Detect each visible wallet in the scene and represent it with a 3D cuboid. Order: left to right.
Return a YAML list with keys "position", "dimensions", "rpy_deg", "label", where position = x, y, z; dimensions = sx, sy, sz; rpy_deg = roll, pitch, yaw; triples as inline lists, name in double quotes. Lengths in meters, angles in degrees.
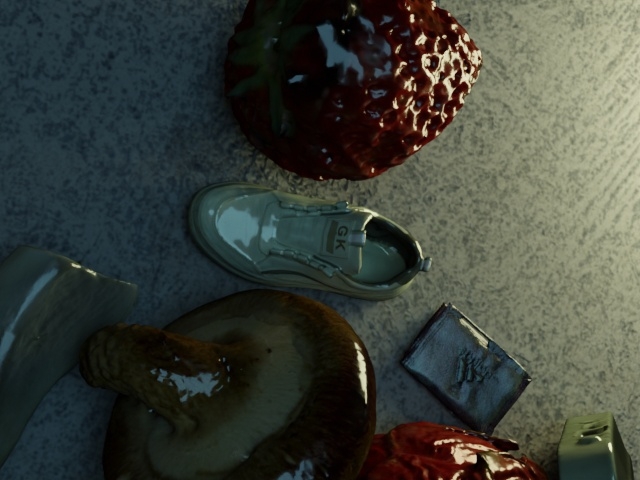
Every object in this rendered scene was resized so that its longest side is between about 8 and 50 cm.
- position: [0.194, 0.175, 1.680]
  dimensions: [0.166, 0.030, 0.111]
  rpy_deg: [43, 77, -9]
  label: "wallet"

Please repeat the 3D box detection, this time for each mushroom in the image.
- position: [-0.351, 0.156, 1.434]
  dimensions: [0.159, 0.122, 0.328]
  rpy_deg: [29, 76, -6]
  label: "mushroom"
- position: [-0.092, 0.206, 1.433]
  dimensions: [0.345, 0.239, 0.345]
  rpy_deg: [-4, 73, 14]
  label: "mushroom"

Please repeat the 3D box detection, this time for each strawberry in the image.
- position: [0.044, -0.193, 1.544]
  dimensions: [0.310, 0.292, 0.291]
  rpy_deg: [33, 73, -31]
  label: "strawberry"

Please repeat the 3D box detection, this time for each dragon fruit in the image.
- position: [0.197, 0.368, 1.541]
  dimensions: [0.302, 0.330, 0.240]
  rpy_deg: [-14, 111, -23]
  label: "dragon fruit"

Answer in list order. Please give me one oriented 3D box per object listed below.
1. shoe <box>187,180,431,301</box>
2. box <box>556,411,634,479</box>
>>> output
- position: [0.000, 0.000, 1.562]
  dimensions: [0.316, 0.159, 0.124]
  rpy_deg: [13, 81, -21]
  label: "shoe"
- position: [0.361, 0.409, 1.549]
  dimensions: [0.091, 0.367, 0.372]
  rpy_deg: [-8, 88, 12]
  label: "box"
